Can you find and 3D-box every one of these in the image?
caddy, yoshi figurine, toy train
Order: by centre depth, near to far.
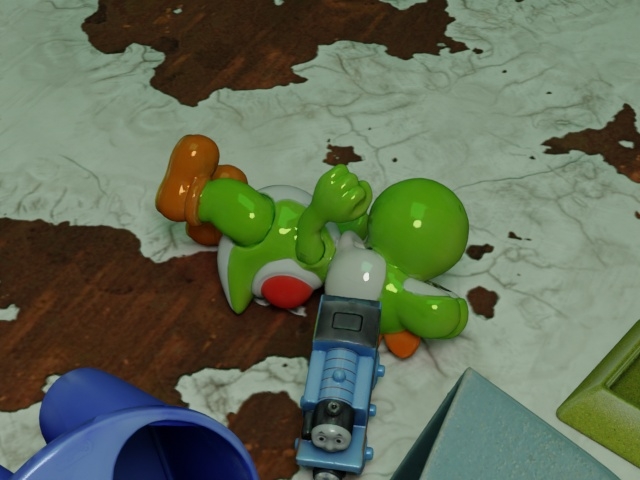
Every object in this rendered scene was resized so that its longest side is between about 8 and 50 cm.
[{"bbox_3d":[-0.147,0.260,0.765,0.241,0.341,0.179,-32,34,-30],"label":"caddy"},{"bbox_3d":[0.019,0.145,1.037,0.080,0.105,0.184,6,49,7],"label":"toy train"},{"bbox_3d":[0.014,-0.022,1.175,0.362,0.203,0.203,25,41,21],"label":"yoshi figurine"}]

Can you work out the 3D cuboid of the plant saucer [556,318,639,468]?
[{"bbox_3d":[0.368,0.158,1.079,0.188,0.045,0.188,30,50,29],"label":"plant saucer"}]

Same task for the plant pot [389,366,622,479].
[{"bbox_3d":[0.137,0.301,0.786,0.252,0.247,0.248,29,47,5],"label":"plant pot"}]
